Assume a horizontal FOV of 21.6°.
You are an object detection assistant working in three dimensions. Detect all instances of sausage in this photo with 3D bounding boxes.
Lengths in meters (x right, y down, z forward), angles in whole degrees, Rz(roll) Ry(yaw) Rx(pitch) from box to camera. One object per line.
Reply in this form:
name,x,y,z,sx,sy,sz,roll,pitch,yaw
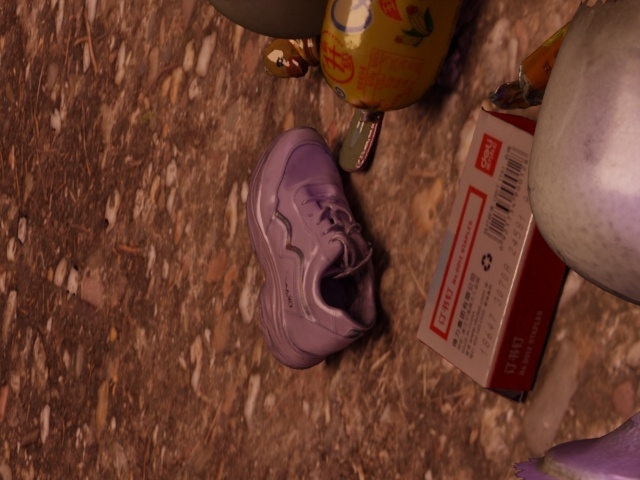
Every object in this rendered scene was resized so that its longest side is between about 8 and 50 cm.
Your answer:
sausage,0.082,-0.272,1.544,0.123,0.123,0.347,35,114,57

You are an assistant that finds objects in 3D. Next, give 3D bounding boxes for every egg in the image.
egg,-0.031,-0.289,1.657,0.183,0.217,0.183,-2,85,24

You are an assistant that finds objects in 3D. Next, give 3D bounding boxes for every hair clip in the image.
hair clip,0.041,-0.136,1.683,0.054,0.022,0.137,26,112,60

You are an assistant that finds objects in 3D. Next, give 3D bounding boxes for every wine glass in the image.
wine glass,0.243,0.000,1.108,0.238,0.238,0.322,1,91,60

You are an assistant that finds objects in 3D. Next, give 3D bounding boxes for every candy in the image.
candy,0.208,-0.150,1.375,0.182,0.053,0.046,-43,49,45

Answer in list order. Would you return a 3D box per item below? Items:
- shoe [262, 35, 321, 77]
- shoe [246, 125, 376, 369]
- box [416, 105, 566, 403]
shoe,-0.026,-0.219,1.773,0.069,0.072,0.109,-8,78,19
shoe,0.000,0.000,1.664,0.138,0.095,0.245,-17,73,53
box,0.155,0.012,1.432,0.123,0.050,0.229,35,114,58
